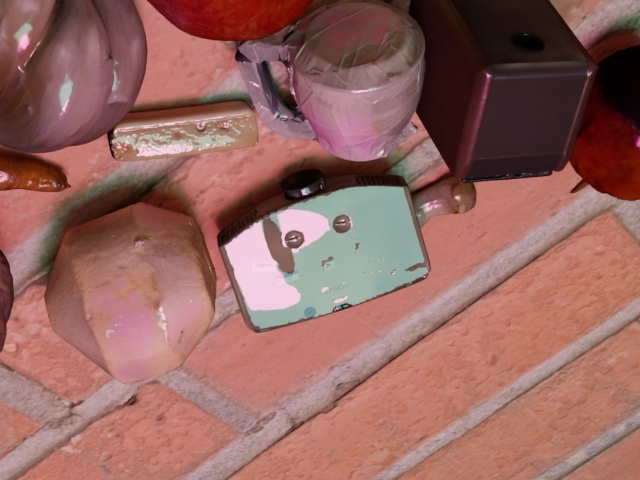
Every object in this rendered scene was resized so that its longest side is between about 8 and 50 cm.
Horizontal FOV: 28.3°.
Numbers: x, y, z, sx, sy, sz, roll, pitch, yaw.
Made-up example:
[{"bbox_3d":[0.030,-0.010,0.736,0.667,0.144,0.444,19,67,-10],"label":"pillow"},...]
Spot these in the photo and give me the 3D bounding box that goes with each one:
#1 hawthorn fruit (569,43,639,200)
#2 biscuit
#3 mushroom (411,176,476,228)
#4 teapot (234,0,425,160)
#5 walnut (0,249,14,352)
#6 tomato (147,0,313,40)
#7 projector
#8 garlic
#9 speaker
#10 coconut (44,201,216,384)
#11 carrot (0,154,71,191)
[{"bbox_3d":[0.415,-0.139,1.718,0.189,0.190,0.251,5,133,-24],"label":"hawthorn fruit"},{"bbox_3d":[-0.173,-0.139,1.596,0.188,0.052,0.056,-7,117,-14],"label":"biscuit"},{"bbox_3d":[0.130,-0.031,1.810,0.202,0.054,0.059,-26,129,13],"label":"mushroom"},{"bbox_3d":[0.019,-0.179,1.553,0.221,0.163,0.178,-13,139,-7],"label":"teapot"},{"bbox_3d":[-0.484,0.084,1.581,0.224,0.224,0.224,-10,134,-11],"label":"walnut"},{"bbox_3d":[-0.093,-0.319,1.374,0.308,0.170,0.309,-10,132,-11],"label":"tomato"},{"bbox_3d":[0.000,0.000,1.738,0.269,0.088,0.194,-18,114,0],"label":"projector"},{"bbox_3d":[-0.320,-0.214,1.434,0.292,0.210,0.237,-38,98,19],"label":"garlic"},{"bbox_3d":[0.210,-0.207,1.545,0.153,0.231,0.193,-4,133,-16],"label":"speaker"},{"bbox_3d":[-0.249,0.069,1.651,0.236,0.237,0.197,-24,170,2],"label":"coconut"},{"bbox_3d":[-0.424,-0.085,1.553,0.247,0.059,0.059,3,130,-27],"label":"carrot"}]
